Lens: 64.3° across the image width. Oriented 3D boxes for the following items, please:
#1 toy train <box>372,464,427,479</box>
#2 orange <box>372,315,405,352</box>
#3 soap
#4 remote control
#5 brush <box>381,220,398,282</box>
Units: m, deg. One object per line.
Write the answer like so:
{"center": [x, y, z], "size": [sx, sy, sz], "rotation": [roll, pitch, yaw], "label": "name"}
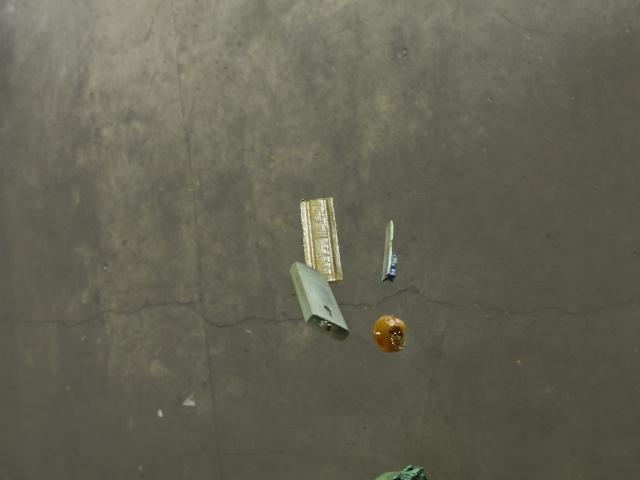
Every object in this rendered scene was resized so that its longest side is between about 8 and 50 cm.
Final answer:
{"center": [0.044, 0.239, 0.447], "size": [0.071, 0.147, 0.038], "rotation": [-38, 68, 35], "label": "toy train"}
{"center": [0.158, 0.214, 1.165], "size": [0.086, 0.062, 0.086], "rotation": [1, 84, -7], "label": "orange"}
{"center": [0.000, 0.000, 1.327], "size": [0.092, 0.037, 0.252], "rotation": [-6, 61, 0], "label": "soap"}
{"center": [-0.007, 0.123, 1.089], "size": [0.038, 0.098, 0.233], "rotation": [-55, 25, 14], "label": "remote control"}
{"center": [0.168, 0.024, 1.209], "size": [0.030, 0.179, 0.033], "rotation": [15, 137, -4], "label": "brush"}
